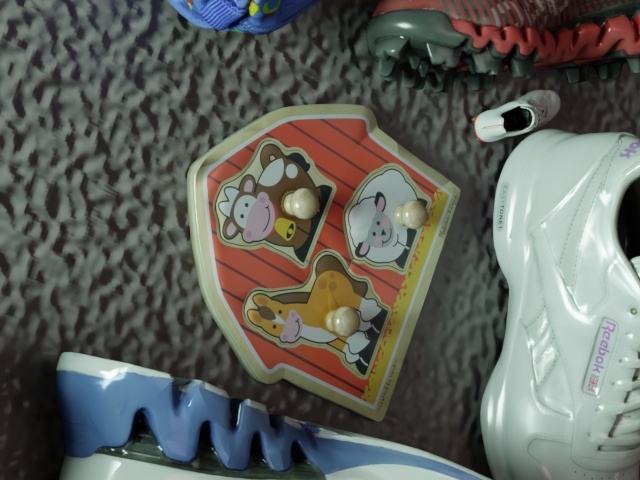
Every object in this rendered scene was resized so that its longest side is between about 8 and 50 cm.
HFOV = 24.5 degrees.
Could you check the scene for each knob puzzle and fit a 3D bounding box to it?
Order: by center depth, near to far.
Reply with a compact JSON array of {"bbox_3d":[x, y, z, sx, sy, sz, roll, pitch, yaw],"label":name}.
[{"bbox_3d":[0.000,0.000,0.921,0.213,0.030,0.213,1,89,-36],"label":"knob puzzle"}]

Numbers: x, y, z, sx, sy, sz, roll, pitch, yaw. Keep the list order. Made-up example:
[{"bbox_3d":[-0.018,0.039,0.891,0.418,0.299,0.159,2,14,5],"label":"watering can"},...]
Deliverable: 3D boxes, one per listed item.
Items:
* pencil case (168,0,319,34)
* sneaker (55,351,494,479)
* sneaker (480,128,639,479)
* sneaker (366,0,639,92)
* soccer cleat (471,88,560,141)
[{"bbox_3d":[0.040,-0.219,0.874,0.306,0.119,0.133,-25,90,-24],"label":"pencil case"},{"bbox_3d":[-0.032,0.190,0.848,0.316,0.127,0.182,21,81,-27],"label":"sneaker"},{"bbox_3d":[0.188,0.076,0.982,0.114,0.152,0.305,-5,93,-38],"label":"sneaker"},{"bbox_3d":[0.136,-0.170,0.982,0.276,0.098,0.135,-10,95,-38],"label":"sneaker"},{"bbox_3d":[0.142,-0.087,1.022,0.083,0.036,0.029,-19,100,-35],"label":"soccer cleat"}]
